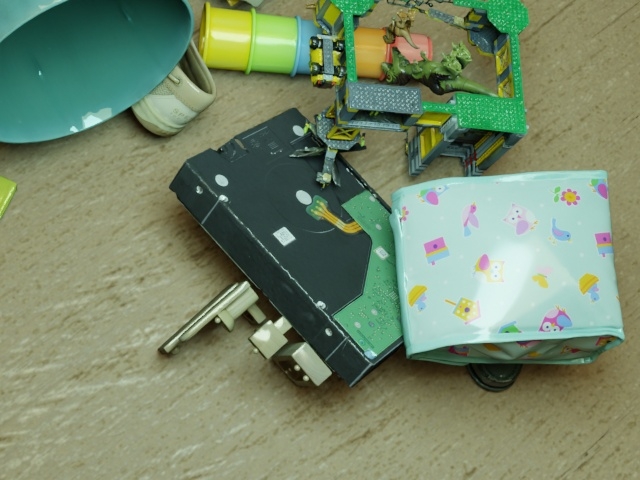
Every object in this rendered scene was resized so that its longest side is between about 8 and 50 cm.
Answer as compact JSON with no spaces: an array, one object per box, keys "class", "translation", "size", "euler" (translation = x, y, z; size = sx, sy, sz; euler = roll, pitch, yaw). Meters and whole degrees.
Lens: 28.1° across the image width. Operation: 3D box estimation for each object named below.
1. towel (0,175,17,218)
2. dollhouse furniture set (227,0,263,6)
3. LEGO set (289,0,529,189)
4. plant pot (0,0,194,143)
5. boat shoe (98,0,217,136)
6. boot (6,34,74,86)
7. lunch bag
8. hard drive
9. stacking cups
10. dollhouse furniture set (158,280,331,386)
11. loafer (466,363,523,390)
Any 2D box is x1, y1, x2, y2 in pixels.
[{"class":"towel","translation":[-0.516,-0.077,1.634],"size":[0.237,0.021,0.102],"euler":[24,72,0]},{"class":"dollhouse furniture set","translation":[-0.080,-0.463,1.819],"size":[0.197,0.151,0.302],"euler":[31,85,25]},{"class":"LEGO set","translation":[0.113,-0.201,1.678],"size":[0.331,0.192,0.255],"euler":[-4,72,-21]},{"class":"plant pot","translation":[-0.333,-0.297,1.523],"size":[0.293,0.293,0.235],"euler":[-25,72,-17]},{"class":"boat shoe","translation":[-0.232,-0.310,1.691],"size":[0.121,0.110,0.341],"euler":[-15,77,-55]},{"class":"boot","translation":[-0.401,-0.257,1.684],"size":[0.244,0.088,0.176],"euler":[-5,70,-19]},{"class":"lunch bag","translation":[0.218,0.037,1.557],"size":[0.262,0.160,0.223],"euler":[-2,74,-4]},{"class":"hard drive","translation":[0.000,0.000,1.612],"size":[0.339,0.064,0.237],"euler":[46,41,9]},{"class":"stacking cups","translation":[-0.007,-0.263,1.753],"size":[0.316,0.096,0.096],"euler":[4,70,-13]},{"class":"dollhouse furniture set","translation":[-0.096,0.147,1.566],"size":[0.123,0.144,0.151],"euler":[-41,95,-15]},{"class":"loafer","translation":[0.232,0.058,1.666],"size":[0.096,0.084,0.268],"euler":[7,69,-9]}]
